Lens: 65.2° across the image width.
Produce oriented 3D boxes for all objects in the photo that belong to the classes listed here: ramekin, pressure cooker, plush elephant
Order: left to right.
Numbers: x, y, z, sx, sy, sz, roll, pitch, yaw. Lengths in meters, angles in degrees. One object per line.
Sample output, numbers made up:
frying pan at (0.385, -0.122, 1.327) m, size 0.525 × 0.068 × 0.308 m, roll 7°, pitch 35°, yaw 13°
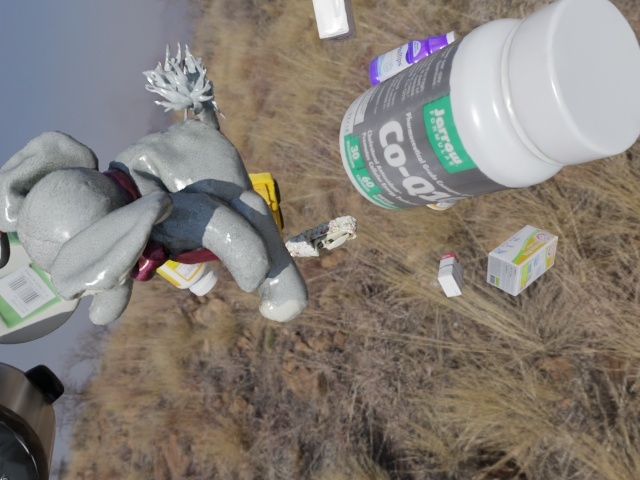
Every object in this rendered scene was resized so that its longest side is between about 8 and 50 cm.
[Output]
pressure cooker at (-0.760, 0.449, 1.040) m, size 0.420 × 0.370 × 0.375 m, roll -175°, pitch 93°, yaw -66°
ramekin at (-0.730, 0.099, 1.201) m, size 0.148 × 0.303 × 0.303 m, roll 30°, pitch 113°, yaw 44°
plush elephant at (-0.202, -0.016, 0.564) m, size 0.272 × 0.255 × 0.330 m, roll 38°, pitch 151°, yaw 41°

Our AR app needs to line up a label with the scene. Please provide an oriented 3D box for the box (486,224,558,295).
box at (0.606, 0.056, 1.504) m, size 0.103 × 0.203 × 0.114 m, roll 31°, pitch 141°, yaw 43°

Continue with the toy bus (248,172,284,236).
toy bus at (-0.153, -0.022, 1.207) m, size 0.220 × 0.149 × 0.211 m, roll 92°, pitch 162°, yaw -55°

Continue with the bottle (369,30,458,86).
bottle at (0.293, -0.564, 1.567) m, size 0.283 × 0.092 × 0.118 m, roll -14°, pitch 58°, yaw 32°

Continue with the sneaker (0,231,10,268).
sneaker at (-0.614, -0.060, 0.778) m, size 0.270 × 0.090 × 0.145 m, roll 64°, pitch -159°, yaw -4°

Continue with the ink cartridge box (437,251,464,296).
ink cartridge box at (0.480, 0.125, 1.841) m, size 0.056 × 0.099 × 0.135 m, roll -17°, pitch 28°, yaw 30°

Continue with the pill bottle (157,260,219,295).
pill bottle at (-0.370, 0.052, 1.311) m, size 0.118 × 0.208 × 0.117 m, roll -31°, pitch 33°, yaw 23°

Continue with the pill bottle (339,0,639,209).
pill bottle at (0.199, -0.160, 0.663) m, size 0.361 × 0.204 × 0.204 m, roll -9°, pitch 75°, yaw 61°

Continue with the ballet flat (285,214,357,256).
ballet flat at (0.000, 0.000, 1.477) m, size 0.241 × 0.091 × 0.077 m, roll -26°, pitch 52°, yaw 12°

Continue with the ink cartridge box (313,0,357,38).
ink cartridge box at (0.048, -0.758, 1.657) m, size 0.237 × 0.100 × 0.172 m, roll -58°, pitch -42°, yaw -70°

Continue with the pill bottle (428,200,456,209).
pill bottle at (0.455, -0.226, 1.694) m, size 0.278 × 0.162 × 0.162 m, roll 129°, pitch 143°, yaw -62°
